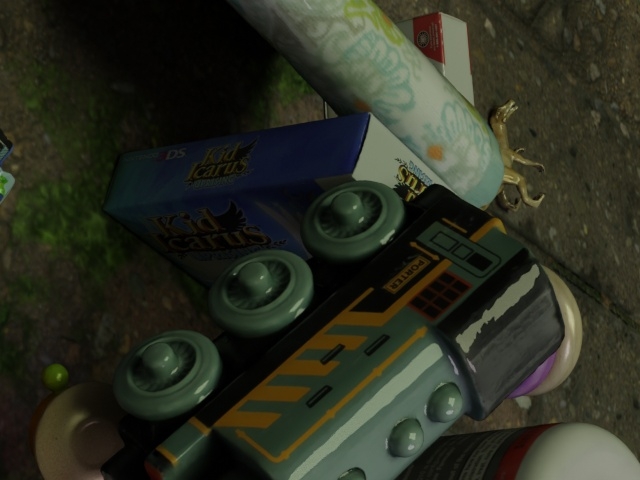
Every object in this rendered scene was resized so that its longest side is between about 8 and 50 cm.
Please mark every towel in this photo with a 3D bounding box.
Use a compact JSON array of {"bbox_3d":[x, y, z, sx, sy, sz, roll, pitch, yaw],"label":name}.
[{"bbox_3d":[-0.029,-0.199,1.460,0.090,0.374,0.320,-47,131,5],"label":"towel"}]

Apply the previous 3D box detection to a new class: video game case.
[{"bbox_3d":[0.000,0.000,1.465,0.244,0.269,0.061,41,56,-39],"label":"video game case"}]

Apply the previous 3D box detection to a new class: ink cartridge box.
[{"bbox_3d":[0.074,-0.153,1.714,0.056,0.135,0.099,9,74,-54],"label":"ink cartridge box"}]

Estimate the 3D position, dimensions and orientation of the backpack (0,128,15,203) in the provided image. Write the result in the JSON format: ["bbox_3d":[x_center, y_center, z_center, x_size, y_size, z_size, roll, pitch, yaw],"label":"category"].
[{"bbox_3d":[-0.277,-0.038,1.251,0.114,0.105,0.084,-49,119,-40],"label":"backpack"}]

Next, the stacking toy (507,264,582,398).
[{"bbox_3d":[0.104,0.108,1.707,0.330,0.141,0.141,-11,90,-47],"label":"stacking toy"}]

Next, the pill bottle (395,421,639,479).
[{"bbox_3d":[0.071,0.261,1.414,0.210,0.363,0.210,17,69,-49],"label":"pill bottle"}]

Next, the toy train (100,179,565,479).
[{"bbox_3d":[0.009,0.090,1.230,0.334,0.190,0.142,-40,134,-20],"label":"toy train"}]

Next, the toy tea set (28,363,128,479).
[{"bbox_3d":[-0.212,0.204,1.301,0.200,0.124,0.336,-18,100,-23],"label":"toy tea set"}]

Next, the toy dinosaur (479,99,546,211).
[{"bbox_3d":[0.192,-0.068,1.932,0.092,0.053,0.183,38,44,-22],"label":"toy dinosaur"}]
